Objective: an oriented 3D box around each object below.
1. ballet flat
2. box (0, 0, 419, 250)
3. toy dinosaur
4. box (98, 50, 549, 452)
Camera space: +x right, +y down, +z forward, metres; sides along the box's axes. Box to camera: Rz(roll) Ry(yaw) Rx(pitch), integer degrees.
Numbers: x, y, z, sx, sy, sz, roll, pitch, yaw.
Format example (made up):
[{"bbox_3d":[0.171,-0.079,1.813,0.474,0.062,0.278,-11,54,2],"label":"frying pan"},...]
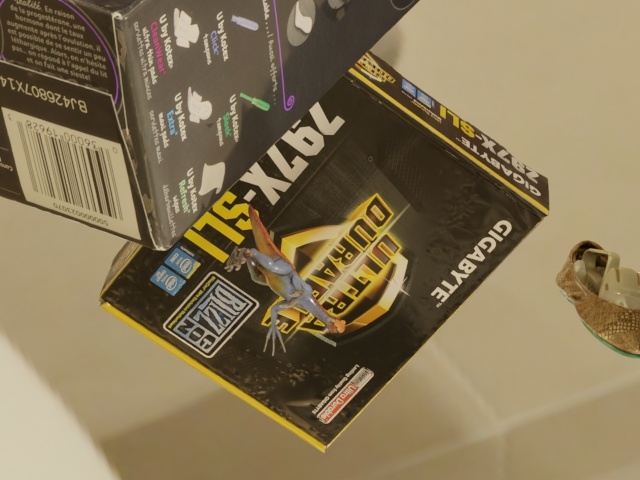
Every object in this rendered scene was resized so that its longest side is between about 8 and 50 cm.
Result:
[{"bbox_3d":[0.278,0.049,1.886,0.073,0.067,0.206,8,16,-17],"label":"ballet flat"},{"bbox_3d":[-0.075,-0.143,1.005,0.270,0.165,0.143,-46,144,-38],"label":"box"},{"bbox_3d":[-0.017,0.026,1.251,0.082,0.047,0.090,24,67,-15],"label":"toy dinosaur"},{"bbox_3d":[0.000,0.000,1.701,0.257,0.322,0.079,36,26,-13],"label":"box"}]
